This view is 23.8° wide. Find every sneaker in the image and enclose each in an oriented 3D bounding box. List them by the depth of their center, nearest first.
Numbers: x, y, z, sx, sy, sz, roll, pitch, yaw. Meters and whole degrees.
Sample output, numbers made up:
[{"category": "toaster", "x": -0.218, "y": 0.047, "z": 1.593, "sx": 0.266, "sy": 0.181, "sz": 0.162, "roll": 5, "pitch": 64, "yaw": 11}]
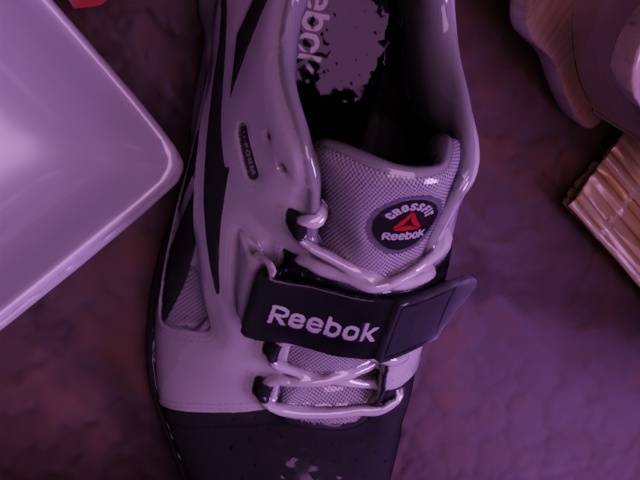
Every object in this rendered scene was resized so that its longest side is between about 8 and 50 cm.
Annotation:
[{"category": "sneaker", "x": 0.000, "y": 0.000, "z": 0.639, "sx": 0.122, "sy": 0.146, "sz": 0.330, "roll": -3, "pitch": 102, "yaw": -18}]

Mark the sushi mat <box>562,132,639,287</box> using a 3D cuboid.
[{"category": "sushi mat", "x": 0.267, "y": 0.030, "z": 0.792, "sx": 0.151, "sy": 0.019, "sz": 0.316, "roll": -46, "pitch": 110, "yaw": -6}]

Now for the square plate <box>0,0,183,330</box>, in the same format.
[{"category": "square plate", "x": -0.289, "y": -0.050, "z": 0.585, "sx": 0.344, "sy": 0.049, "sz": 0.347, "roll": -40, "pitch": 109, "yaw": -6}]

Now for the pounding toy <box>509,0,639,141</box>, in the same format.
[{"category": "pounding toy", "x": 0.180, "y": -0.176, "z": 0.701, "sx": 0.154, "sy": 0.155, "sz": 0.269, "roll": 19, "pitch": 105, "yaw": -48}]

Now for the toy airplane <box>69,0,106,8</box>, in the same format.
[{"category": "toy airplane", "x": -0.097, "y": -0.180, "z": 0.633, "sx": 0.151, "sy": 0.028, "sz": 0.151, "roll": -4, "pitch": 103, "yaw": -18}]
